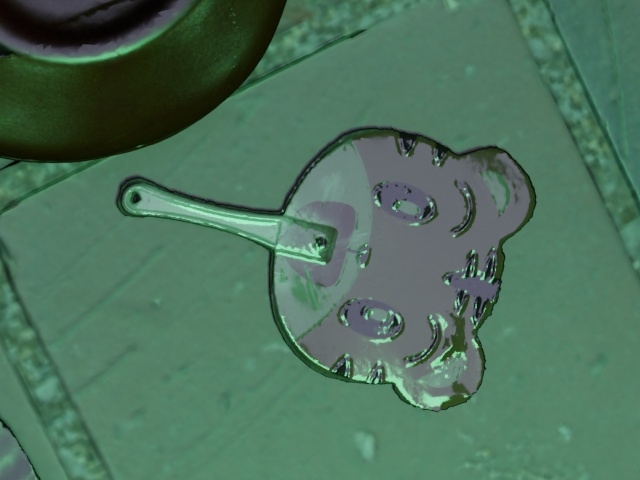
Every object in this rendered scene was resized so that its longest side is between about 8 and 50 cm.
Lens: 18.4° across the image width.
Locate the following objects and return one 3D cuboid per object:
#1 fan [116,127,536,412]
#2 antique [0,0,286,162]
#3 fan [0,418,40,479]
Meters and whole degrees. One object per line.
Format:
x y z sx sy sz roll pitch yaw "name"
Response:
0.000 0.000 1.084 0.226 0.008 0.153 15 90 -10 "fan"
-0.119 -0.156 1.000 0.278 0.129 0.224 -21 93 -10 "antique"
-0.299 0.157 1.042 0.294 0.012 0.223 -27 95 -6 "fan"
